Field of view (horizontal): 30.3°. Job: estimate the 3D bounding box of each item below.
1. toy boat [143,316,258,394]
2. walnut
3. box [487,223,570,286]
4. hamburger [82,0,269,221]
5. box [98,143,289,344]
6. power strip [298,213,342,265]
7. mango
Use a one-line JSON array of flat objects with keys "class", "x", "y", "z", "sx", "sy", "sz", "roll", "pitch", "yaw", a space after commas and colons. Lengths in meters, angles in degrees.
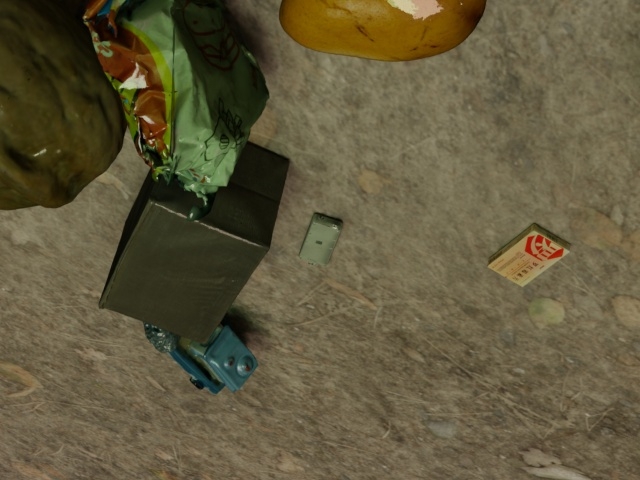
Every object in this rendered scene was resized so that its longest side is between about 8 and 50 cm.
[{"class": "toy boat", "x": -0.170, "y": 0.123, "z": 1.622, "sx": 0.098, "sy": 0.109, "sz": 0.238, "roll": 18, "pitch": 151, "yaw": 45}, {"class": "walnut", "x": -0.340, "y": -0.159, "z": 1.261, "sx": 0.227, "sy": 0.283, "sz": 0.283, "roll": -31, "pitch": 128, "yaw": 5}, {"class": "box", "x": 0.256, "y": 0.019, "z": 1.456, "sx": 0.058, "sy": 0.015, "sz": 0.093, "roll": 27, "pitch": 138, "yaw": -17}, {"class": "hamburger", "x": -0.130, "y": -0.173, "z": 1.221, "sx": 0.150, "sy": 0.261, "sz": 0.276, "roll": -18, "pitch": 169, "yaw": 2}, {"class": "box", "x": -0.157, "y": -0.010, "z": 1.442, "sx": 0.149, "sy": 0.155, "sz": 0.231, "roll": 22, "pitch": 138, "yaw": -13}, {"class": "power strip", "x": 0.000, "y": 0.000, "z": 1.508, "sx": 0.040, "sy": 0.016, "sz": 0.090, "roll": 17, "pitch": 140, "yaw": -4}, {"class": "mango", "x": 0.055, "y": -0.235, "z": 1.151, "sx": 0.219, "sy": 0.112, "sz": 0.145, "roll": -7, "pitch": 141, "yaw": 27}]
